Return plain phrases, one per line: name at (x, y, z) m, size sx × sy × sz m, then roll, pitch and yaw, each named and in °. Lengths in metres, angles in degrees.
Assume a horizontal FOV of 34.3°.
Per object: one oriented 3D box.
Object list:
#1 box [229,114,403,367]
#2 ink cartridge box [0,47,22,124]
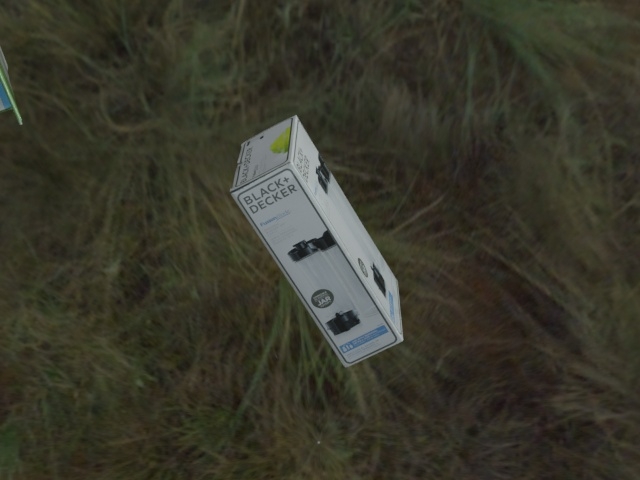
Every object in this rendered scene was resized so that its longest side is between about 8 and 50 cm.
box at (0.000, 0.000, 1.350) m, size 0.087 × 0.169 × 0.290 m, roll -27°, pitch 112°, yaw 14°
ink cartridge box at (-0.240, -0.132, 0.647) m, size 0.062 × 0.209 × 0.109 m, roll -21°, pitch 114°, yaw -11°
